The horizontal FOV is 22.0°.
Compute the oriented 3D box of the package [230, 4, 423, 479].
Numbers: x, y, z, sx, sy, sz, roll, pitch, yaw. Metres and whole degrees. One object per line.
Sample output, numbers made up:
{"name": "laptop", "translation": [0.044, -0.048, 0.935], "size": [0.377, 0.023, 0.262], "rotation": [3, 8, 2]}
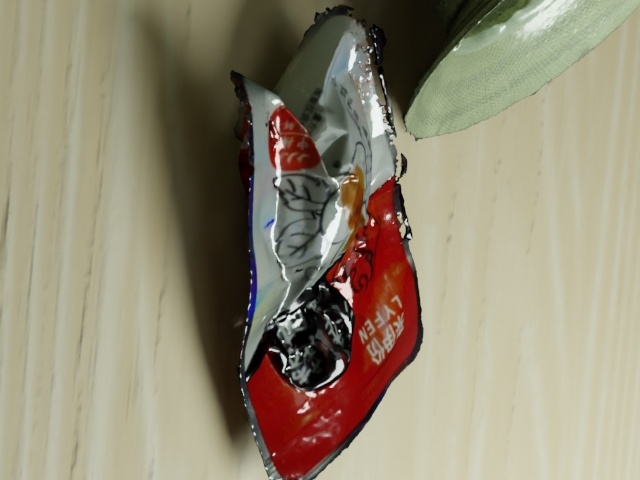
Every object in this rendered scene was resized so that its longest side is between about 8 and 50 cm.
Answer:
{"name": "package", "translation": [0.000, 0.000, 1.019], "size": [0.194, 0.071, 0.269], "rotation": [-34, 130, -38]}

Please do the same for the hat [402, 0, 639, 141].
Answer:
{"name": "hat", "translation": [0.126, -0.184, 1.089], "size": [0.252, 0.252, 0.110], "rotation": [-24, 72, -44]}
